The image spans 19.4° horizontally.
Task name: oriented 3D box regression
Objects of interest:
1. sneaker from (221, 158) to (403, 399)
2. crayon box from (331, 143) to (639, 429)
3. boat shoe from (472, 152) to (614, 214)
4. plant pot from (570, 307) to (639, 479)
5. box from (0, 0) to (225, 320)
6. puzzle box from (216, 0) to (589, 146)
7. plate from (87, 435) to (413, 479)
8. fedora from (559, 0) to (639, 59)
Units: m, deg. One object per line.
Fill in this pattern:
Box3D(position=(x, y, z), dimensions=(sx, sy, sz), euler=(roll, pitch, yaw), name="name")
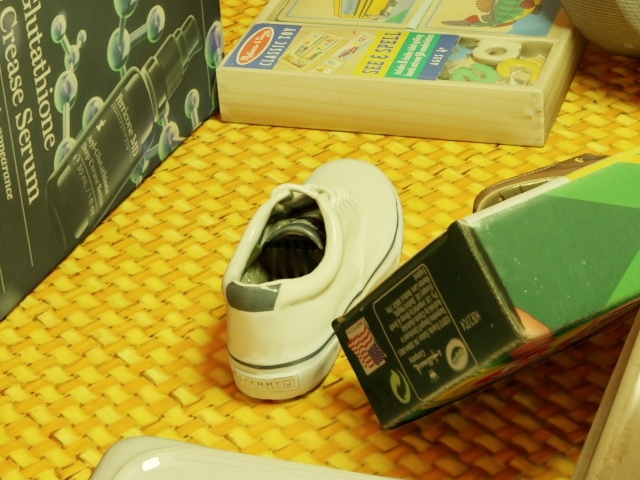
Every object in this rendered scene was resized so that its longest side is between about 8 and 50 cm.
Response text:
Box3D(position=(0.000, 0.000, 1.260), dimensions=(0.094, 0.091, 0.258), euler=(3, 32, 12), name="sneaker")
Box3D(position=(0.187, 0.000, 1.136), dimensions=(0.318, 0.202, 0.081), euler=(-23, 80, -26), name="crayon box")
Box3D(position=(0.185, -0.028, 1.316), dimensions=(0.178, 0.064, 0.060), euler=(-8, 25, -18), name="boat shoe")
Box3D(position=(0.215, 0.163, 0.841), dimensions=(0.229, 0.263, 0.263), euler=(21, 36, 10), name="plant pot")
Box3D(position=(-0.254, -0.160, 1.370), dimensions=(0.212, 0.293, 0.395), euler=(10, 34, 22), name="box")
Box3D(position=(0.102, -0.207, 1.633), dimensions=(0.272, 0.052, 0.409), euler=(5, 32, 17), name="puzzle box")
Box3D(position=(-0.041, 0.195, 0.988), dimensions=(0.278, 0.045, 0.277), euler=(7, 32, 18), name="plate")
Box3D(position=(0.288, -0.226, 1.530), dimensions=(0.275, 0.243, 0.124), euler=(0, -13, -39), name="fedora")
